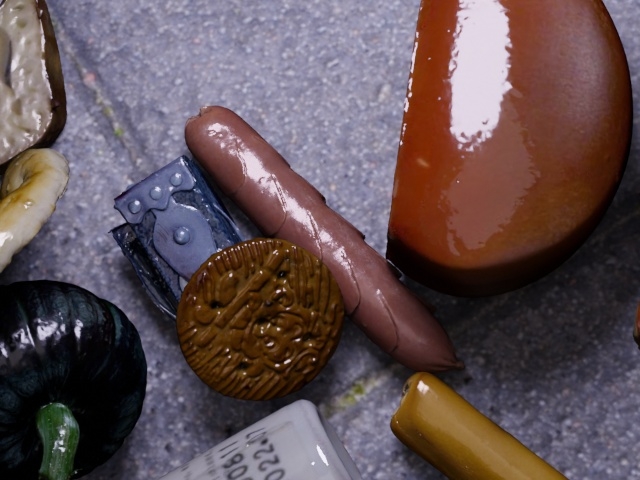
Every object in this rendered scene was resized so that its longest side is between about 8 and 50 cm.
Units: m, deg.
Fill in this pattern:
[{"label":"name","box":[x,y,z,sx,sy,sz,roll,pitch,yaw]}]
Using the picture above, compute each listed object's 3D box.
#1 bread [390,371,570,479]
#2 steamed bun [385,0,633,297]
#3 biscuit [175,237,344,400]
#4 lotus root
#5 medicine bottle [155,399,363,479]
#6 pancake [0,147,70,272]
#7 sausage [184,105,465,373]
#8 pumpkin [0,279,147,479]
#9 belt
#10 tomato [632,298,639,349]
[{"label":"bread","box":[0.176,0.242,1.721,0.239,0.092,0.074,37,59,12]},{"label":"steamed bun","box":[0.212,-0.125,1.703,0.248,0.235,0.379,9,78,4]},{"label":"biscuit","box":[-0.065,0.089,1.712,0.188,0.027,0.187,-4,108,-13]},{"label":"lotus root","box":[-0.387,-0.166,1.858,0.261,0.074,0.170,-43,80,-3]},{"label":"medicine bottle","box":[-0.121,0.345,1.676,0.371,0.211,0.211,-31,79,0]},{"label":"pancake","box":[-0.411,0.033,1.686,0.387,0.387,0.082,-40,104,-1]},{"label":"sausage","box":[-0.001,0.002,1.784,0.433,0.088,0.088,44,87,11]},{"label":"pumpkin","box":[-0.298,0.174,1.692,0.248,0.248,0.248,-1,81,6]},{"label":"belt","box":[-0.145,0.024,1.774,0.128,0.122,0.218,-33,88,3]},{"label":"tomato","box":[0.457,0.085,1.605,0.309,0.309,0.170,17,56,8]}]
